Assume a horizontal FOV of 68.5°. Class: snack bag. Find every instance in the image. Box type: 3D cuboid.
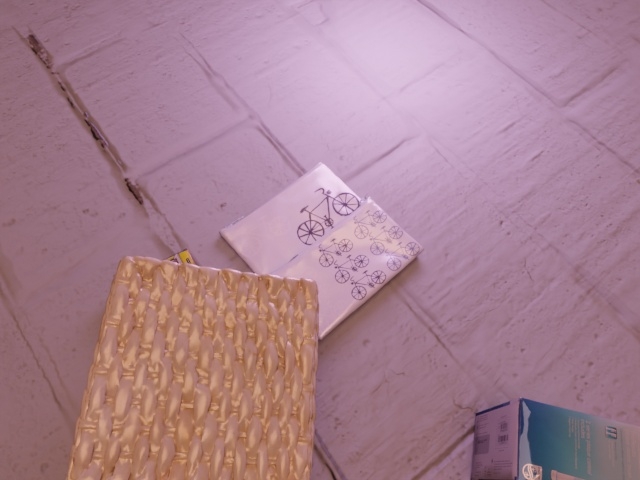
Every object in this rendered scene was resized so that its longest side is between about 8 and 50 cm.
[{"bbox_3d":[0.000,0.000,1.038,0.323,0.037,0.342,-37,70,-18],"label":"snack bag"}]

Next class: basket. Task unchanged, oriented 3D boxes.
[{"bbox_3d":[-0.172,0.222,0.747,0.327,0.266,0.332,8,63,-9],"label":"basket"}]

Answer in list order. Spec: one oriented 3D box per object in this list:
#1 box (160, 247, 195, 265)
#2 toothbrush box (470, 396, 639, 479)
[{"bbox_3d":[-0.293,0.149,0.949,0.159,0.044,0.233,-27,67,-14],"label":"box"},{"bbox_3d":[0.427,0.366,0.768,0.295,0.216,0.126,13,64,6],"label":"toothbrush box"}]
